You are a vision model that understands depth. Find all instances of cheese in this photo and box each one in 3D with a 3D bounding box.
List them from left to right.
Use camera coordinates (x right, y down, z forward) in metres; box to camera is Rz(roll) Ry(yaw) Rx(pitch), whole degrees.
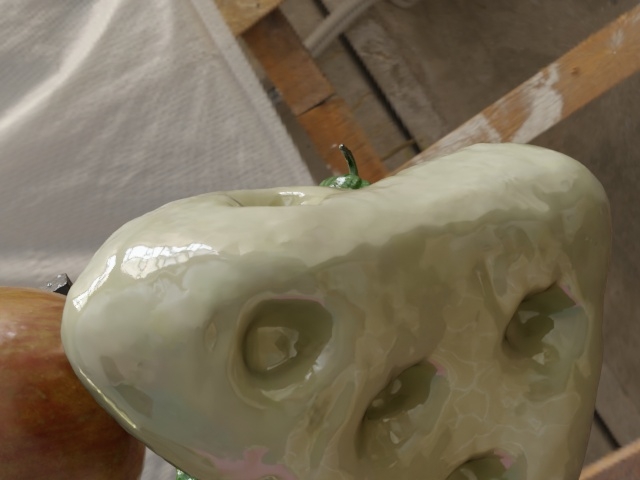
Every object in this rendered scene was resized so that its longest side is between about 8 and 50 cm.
[{"bbox_3d":[0.030,0.124,0.616,0.129,0.351,0.328,16,-66,52],"label":"cheese"}]

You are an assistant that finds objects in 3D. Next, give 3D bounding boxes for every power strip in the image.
[{"bbox_3d":[-0.333,0.079,1.184,0.111,0.038,0.029,-29,-64,-1],"label":"power strip"}]

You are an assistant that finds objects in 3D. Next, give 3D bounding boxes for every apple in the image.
[{"bbox_3d":[-0.222,0.136,0.706,0.188,0.211,0.211,-4,-79,-22],"label":"apple"}]

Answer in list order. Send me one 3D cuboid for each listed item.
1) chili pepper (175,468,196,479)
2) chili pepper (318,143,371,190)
[{"bbox_3d":[-0.200,0.400,1.546,0.065,0.279,0.122,-34,-65,20],"label":"chili pepper"},{"bbox_3d":[-0.005,0.000,1.104,0.100,0.257,0.074,46,-50,-7],"label":"chili pepper"}]
